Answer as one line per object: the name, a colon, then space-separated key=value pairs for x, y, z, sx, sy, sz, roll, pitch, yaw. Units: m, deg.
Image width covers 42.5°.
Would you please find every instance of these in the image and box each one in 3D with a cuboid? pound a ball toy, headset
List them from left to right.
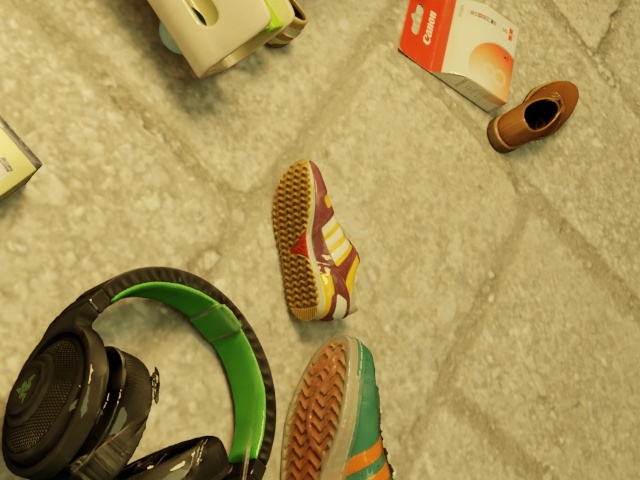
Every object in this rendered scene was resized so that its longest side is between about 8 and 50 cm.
headset: x=-0.150 y=0.181 z=0.693 sx=0.243 sy=0.185 sz=0.394 roll=51 pitch=41 yaw=-19
pound a ball toy: x=-0.182 y=-0.325 z=0.844 sx=0.319 sy=0.136 sz=0.208 roll=56 pitch=18 yaw=-8

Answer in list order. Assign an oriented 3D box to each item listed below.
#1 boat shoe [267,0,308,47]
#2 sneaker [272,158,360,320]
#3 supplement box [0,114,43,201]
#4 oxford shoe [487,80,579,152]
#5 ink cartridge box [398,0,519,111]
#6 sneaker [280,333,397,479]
boat shoe: x=-0.085 y=-0.319 z=0.969 sx=0.190 sy=0.072 sz=0.068 roll=44 pitch=56 yaw=-16
sneaker: x=0.000 y=0.000 z=0.941 sx=0.084 sy=0.070 sz=0.185 roll=3 pitch=80 yaw=-43
supplement box: x=-0.316 y=-0.069 z=0.743 sx=0.083 sy=0.056 sz=0.083 roll=52 pitch=54 yaw=-11
oxford shoe: x=0.338 y=-0.192 z=1.223 sx=0.212 sy=0.076 sz=0.076 roll=-35 pitch=95 yaw=-38
ink cartridge box: x=0.203 y=-0.290 z=1.179 sx=0.179 sy=0.045 sz=0.145 roll=29 pitch=61 yaw=-27
sneaker: x=0.031 y=0.254 z=0.862 sx=0.121 sy=0.108 sz=0.302 roll=15 pitch=76 yaw=-31
